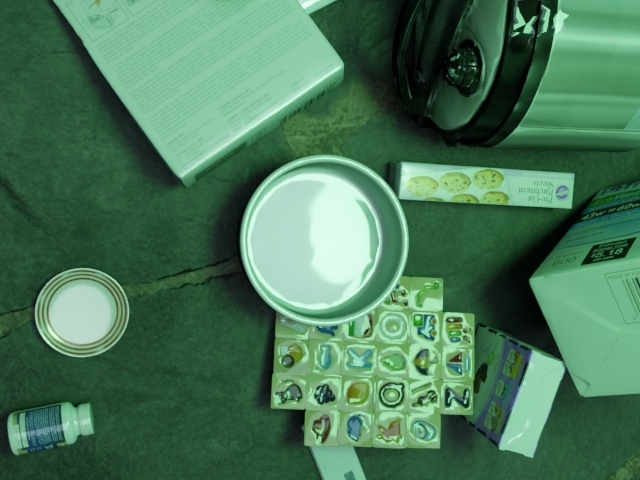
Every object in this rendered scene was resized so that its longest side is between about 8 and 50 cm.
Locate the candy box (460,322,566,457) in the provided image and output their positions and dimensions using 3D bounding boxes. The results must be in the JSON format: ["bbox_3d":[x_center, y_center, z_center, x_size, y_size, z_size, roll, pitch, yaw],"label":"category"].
[{"bbox_3d":[0.310,0.245,1.296,0.070,0.196,0.165,18,93,-15],"label":"candy box"}]

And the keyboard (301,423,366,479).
[{"bbox_3d":[0.043,0.422,1.348,0.072,0.014,0.256,-24,102,-15],"label":"keyboard"}]

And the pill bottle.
[{"bbox_3d":[-0.415,0.287,1.190,0.120,0.067,0.067,-9,98,-12],"label":"pill bottle"}]

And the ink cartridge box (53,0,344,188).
[{"bbox_3d":[-0.196,-0.322,1.186,0.308,0.091,0.385,-36,86,-7],"label":"ink cartridge box"}]

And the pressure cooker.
[{"bbox_3d":[0.319,-0.319,1.145,0.420,0.375,0.370,-1,99,-14],"label":"pressure cooker"}]

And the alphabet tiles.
[{"bbox_3d":[0.091,0.199,1.284,0.342,0.011,0.285,3,81,-8],"label":"alphabet tiles"}]

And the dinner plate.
[{"bbox_3d":[-0.373,0.112,1.207,0.141,0.017,0.141,-2,98,-14],"label":"dinner plate"}]

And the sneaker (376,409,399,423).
[{"bbox_3d":[0.168,0.277,1.341,0.209,0.069,0.082,-31,131,-15],"label":"sneaker"}]

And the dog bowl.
[{"bbox_3d":[0.000,0.000,1.225,0.264,0.104,0.265,0,90,-11],"label":"dog bowl"}]

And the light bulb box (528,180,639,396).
[{"bbox_3d":[0.581,0.044,1.193,0.361,0.357,0.225,-38,107,-45],"label":"light bulb box"}]

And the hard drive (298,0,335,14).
[{"bbox_3d":[0.059,-0.523,1.229,0.318,0.040,0.210,-30,102,-9],"label":"hard drive"}]

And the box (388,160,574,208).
[{"bbox_3d":[0.275,-0.095,1.319,0.323,0.063,0.067,3,97,-14],"label":"box"}]
